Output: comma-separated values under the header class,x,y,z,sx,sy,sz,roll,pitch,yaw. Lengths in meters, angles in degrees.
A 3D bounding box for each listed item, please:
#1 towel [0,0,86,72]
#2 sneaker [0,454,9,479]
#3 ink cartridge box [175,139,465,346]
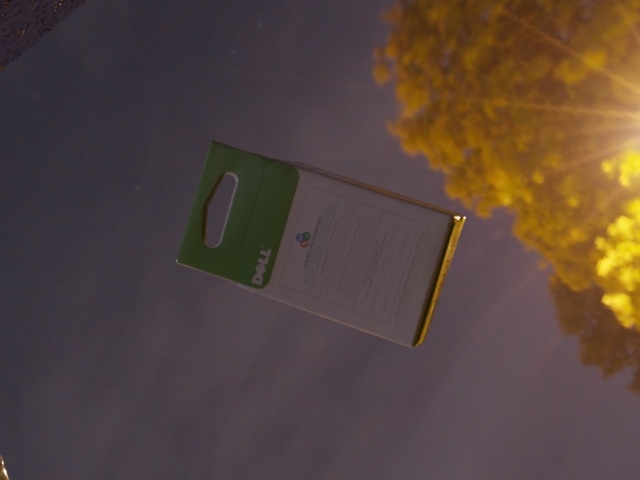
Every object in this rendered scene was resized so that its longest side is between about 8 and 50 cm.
class,x,y,z,sx,sy,sz,roll,pitch,yaw
towel,-0.186,-0.189,0.664,0.227,0.076,0.308,-48,7,-29
sneaker,-0.437,0.286,1.195,0.112,0.296,0.131,-39,-70,-47
ink cartridge box,0.000,0.000,0.903,0.062,0.209,0.109,-7,-66,-74
